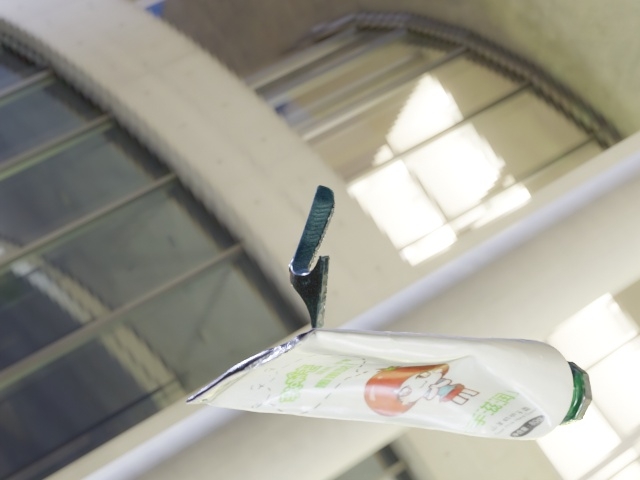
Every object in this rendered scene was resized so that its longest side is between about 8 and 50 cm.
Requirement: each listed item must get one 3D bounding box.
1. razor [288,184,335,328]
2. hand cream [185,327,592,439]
[{"bbox_3d":[-0.006,-0.001,1.332,0.190,0.033,0.066,-82,178,-63],"label":"razor"},{"bbox_3d":[0.071,0.103,1.173,0.121,0.336,0.076,-39,-124,39],"label":"hand cream"}]
